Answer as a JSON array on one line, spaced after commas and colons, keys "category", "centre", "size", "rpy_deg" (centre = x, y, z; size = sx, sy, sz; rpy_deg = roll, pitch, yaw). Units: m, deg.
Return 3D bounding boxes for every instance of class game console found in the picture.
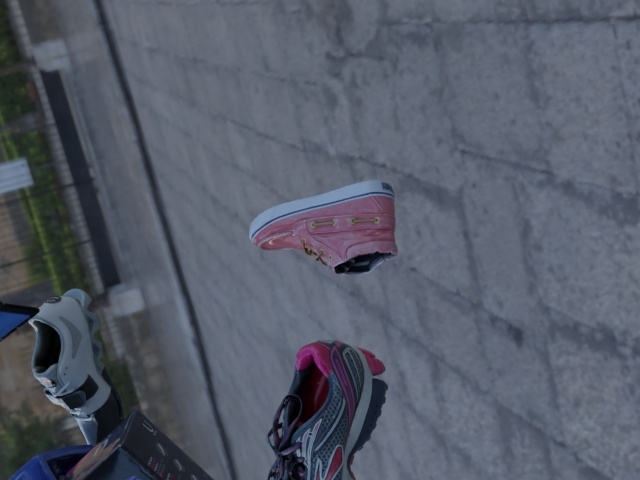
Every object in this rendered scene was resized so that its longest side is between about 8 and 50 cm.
[{"category": "game console", "centre": [-0.476, 0.141, 1.394], "size": [0.071, 0.122, 0.107], "rpy_deg": [42, -148, -24]}]

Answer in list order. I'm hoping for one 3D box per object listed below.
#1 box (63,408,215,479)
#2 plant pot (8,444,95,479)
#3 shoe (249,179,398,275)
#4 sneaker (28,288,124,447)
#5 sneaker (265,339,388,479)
[{"category": "box", "centre": [-0.258, 0.427, 1.525], "size": [0.270, 0.165, 0.143], "rpy_deg": [46, -171, -11]}, {"category": "plant pot", "centre": [-0.473, 0.518, 1.725], "size": [0.236, 0.212, 0.236], "rpy_deg": [56, -177, 11]}, {"category": "shoe", "centre": [0.000, 0.000, 1.027], "size": [0.063, 0.178, 0.081], "rpy_deg": [27, -127, -53]}, {"category": "sneaker", "centre": [-0.482, 0.271, 1.869], "size": [0.123, 0.146, 0.330], "rpy_deg": [-11, 98, 33]}, {"category": "sneaker", "centre": [-0.020, 0.263, 1.151], "size": [0.121, 0.112, 0.299], "rpy_deg": [4, 77, 40]}]
